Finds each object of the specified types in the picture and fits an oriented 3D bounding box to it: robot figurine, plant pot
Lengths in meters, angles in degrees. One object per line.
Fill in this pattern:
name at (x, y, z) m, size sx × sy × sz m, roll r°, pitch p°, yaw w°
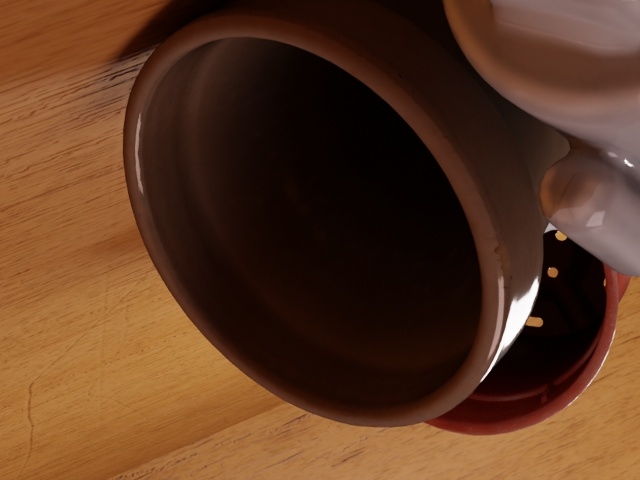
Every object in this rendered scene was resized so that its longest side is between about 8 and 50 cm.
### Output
robot figurine at (0.196, -0.131, 0.972) m, size 0.353 × 0.200 × 0.300 m, roll 24°, pitch 89°, yaw -56°
plant pot at (0.184, 0.025, 1.807) m, size 0.272 × 0.272 × 0.265 m, roll -29°, pitch 178°, yaw 23°
plant pot at (0.052, -0.055, 1.105) m, size 0.229 × 0.263 × 0.263 m, roll -39°, pitch -178°, yaw -42°

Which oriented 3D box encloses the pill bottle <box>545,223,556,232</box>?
pill bottle at (0.243, -0.094, 1.554) m, size 0.265 × 0.153 × 0.153 m, roll -26°, pitch 170°, yaw 6°
